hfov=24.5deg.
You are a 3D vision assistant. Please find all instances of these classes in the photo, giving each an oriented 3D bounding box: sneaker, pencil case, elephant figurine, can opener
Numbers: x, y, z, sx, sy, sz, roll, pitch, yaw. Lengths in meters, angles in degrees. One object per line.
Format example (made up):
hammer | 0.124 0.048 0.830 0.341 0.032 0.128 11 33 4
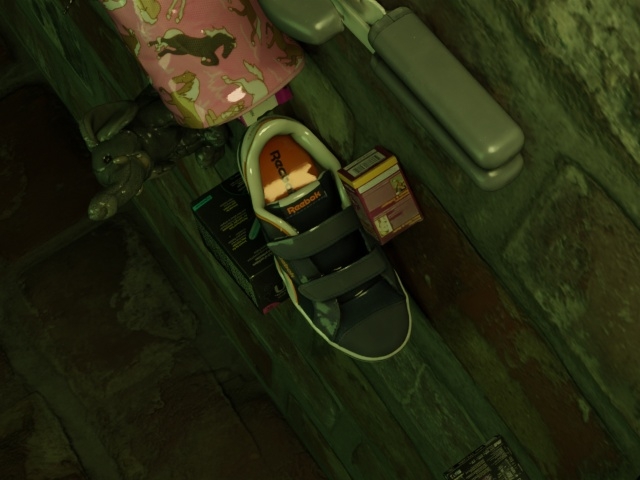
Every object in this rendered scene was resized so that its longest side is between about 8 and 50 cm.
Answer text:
sneaker | 0.000 0.000 1.709 0.321 0.126 0.127 57 174 3
pencil case | -0.164 -0.296 1.480 0.386 0.167 0.160 61 167 -23
elephant figurine | -0.267 -0.138 2.122 0.169 0.239 0.186 55 168 6
can opener | 0.049 -0.142 1.220 0.283 0.095 0.076 51 168 25

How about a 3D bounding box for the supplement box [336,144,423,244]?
supplement box | 0.062 -0.047 1.517 0.043 0.055 0.083 40 159 57

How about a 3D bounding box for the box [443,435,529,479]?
box | 0.199 0.285 1.771 0.067 0.083 0.018 56 167 -4

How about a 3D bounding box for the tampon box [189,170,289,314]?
tampon box | -0.082 -0.004 2.031 0.161 0.120 0.101 49 165 31

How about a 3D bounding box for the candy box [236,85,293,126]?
candy box | -0.138 -0.242 1.749 0.233 0.071 0.159 37 158 59

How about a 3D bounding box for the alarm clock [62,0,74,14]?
alarm clock | -0.284 -0.385 1.839 0.064 0.129 0.192 -165 64 -70

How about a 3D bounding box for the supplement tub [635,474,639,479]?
supplement tub | 0.288 0.195 0.898 0.207 0.207 0.338 52 168 19
